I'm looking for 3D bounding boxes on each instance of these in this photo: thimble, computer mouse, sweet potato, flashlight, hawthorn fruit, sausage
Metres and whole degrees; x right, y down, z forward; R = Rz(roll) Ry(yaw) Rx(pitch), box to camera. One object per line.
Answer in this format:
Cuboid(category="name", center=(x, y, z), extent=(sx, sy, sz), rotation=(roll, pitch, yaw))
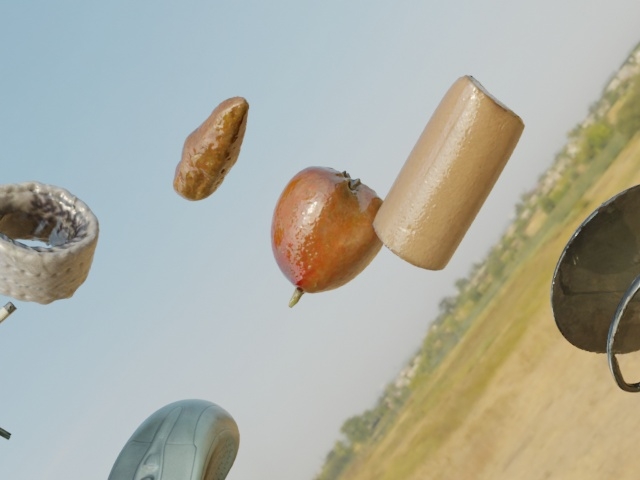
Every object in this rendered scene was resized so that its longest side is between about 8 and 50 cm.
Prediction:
Cuboid(category="thimble", center=(-0.566, 0.006, 1.868), extent=(0.217, 0.245, 0.157), rotation=(-89, 18, -46))
Cuboid(category="computer mouse", center=(-0.262, 0.391, 1.629), extent=(0.371, 0.188, 0.122), rotation=(-70, -28, -51))
Cuboid(category="sweet potato", center=(-0.187, -0.165, 1.669), extent=(0.097, 0.097, 0.251), rotation=(-43, -8, -48))
Cuboid(category="flashlight", center=(-0.557, 0.138, 1.632), extent=(0.083, 0.018, 0.018), rotation=(-42, -4, -8))
Cuboid(category="hawthorn fruit", center=(0.000, 0.000, 1.619), extent=(0.251, 0.199, 0.199), rotation=(-63, -9, -1))
Cuboid(category="sausage", center=(0.177, -0.094, 1.283), extent=(0.253, 0.123, 0.123), rotation=(-61, -12, 23))

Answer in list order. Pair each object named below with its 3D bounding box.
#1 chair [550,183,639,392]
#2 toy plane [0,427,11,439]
Cuboid(category="chair", center=(0.417, 0.119, 0.894), extent=(0.226, 0.226, 0.401), rotation=(-54, 32, 11))
Cuboid(category="toy plane", center=(-0.632, 0.295, 1.595), extent=(0.060, 0.235, 0.096), rotation=(-49, 18, 23))
